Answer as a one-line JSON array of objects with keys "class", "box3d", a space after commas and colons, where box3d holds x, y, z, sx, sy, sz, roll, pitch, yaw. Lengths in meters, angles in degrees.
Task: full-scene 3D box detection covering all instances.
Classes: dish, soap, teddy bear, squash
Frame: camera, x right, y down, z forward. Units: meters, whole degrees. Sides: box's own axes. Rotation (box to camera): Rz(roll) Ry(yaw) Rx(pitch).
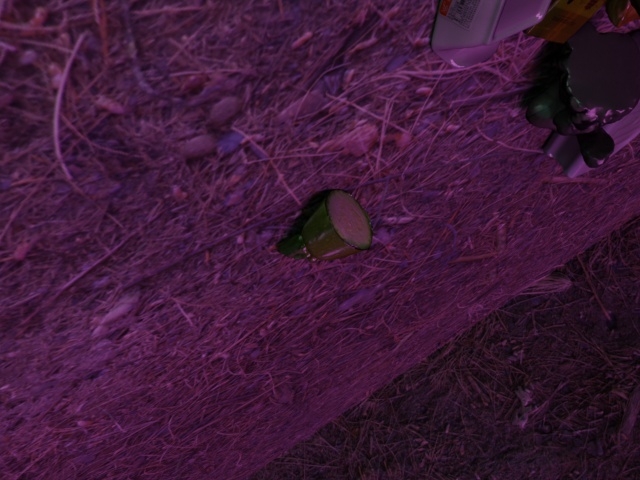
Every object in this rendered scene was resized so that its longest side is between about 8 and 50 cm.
[{"class": "dish", "box3d": [0.217, -0.286, 0.733, 0.154, 0.064, 0.234, -28, 156, -17]}, {"class": "soap", "box3d": [0.565, -0.260, 1.194, 0.172, 0.095, 0.290, -23, 154, -23]}, {"class": "teddy bear", "box3d": [0.419, -0.211, 1.024, 0.144, 0.171, 0.251, -14, 162, 2]}, {"class": "squash", "box3d": [0.002, 0.000, 0.970, 0.132, 0.105, 0.105, -35, 160, 33]}]

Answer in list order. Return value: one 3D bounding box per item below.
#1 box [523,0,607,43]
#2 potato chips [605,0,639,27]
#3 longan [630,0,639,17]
[{"class": "box", "box3d": [0.359, -0.344, 0.827, 0.121, 0.030, 0.193, -9, 152, -45]}, {"class": "potato chips", "box3d": [0.551, -0.376, 0.988, 0.406, 0.080, 0.057, -17, 134, -33]}, {"class": "longan", "box3d": [0.466, -0.332, 0.563, 0.390, 0.391, 0.391, -28, 155, -14]}]
